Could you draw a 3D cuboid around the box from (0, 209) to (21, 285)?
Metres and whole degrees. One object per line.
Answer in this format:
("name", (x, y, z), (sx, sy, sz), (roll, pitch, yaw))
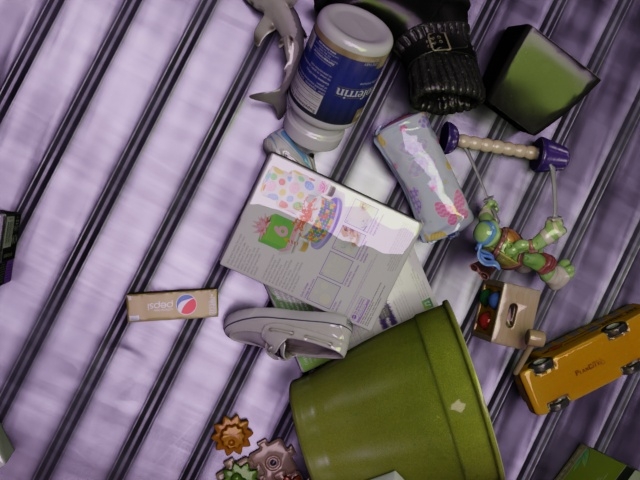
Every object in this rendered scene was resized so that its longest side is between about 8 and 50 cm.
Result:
("box", (-0.721, -0.004, 1.677), (0.270, 0.165, 0.143), (8, 90, -10))

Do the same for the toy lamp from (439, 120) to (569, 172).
("toy lamp", (0.393, -0.194, 1.900), (0.274, 0.080, 0.080), (7, 90, -7))

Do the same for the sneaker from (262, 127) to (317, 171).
("sneaker", (-0.029, -0.123, 1.830), (0.086, 0.085, 0.237), (-32, 99, -12))

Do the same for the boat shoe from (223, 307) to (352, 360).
("boat shoe", (-0.070, 0.194, 1.758), (0.267, 0.096, 0.088), (3, 55, 13))

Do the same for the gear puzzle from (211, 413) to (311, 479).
("gear puzzle", (-0.112, 0.507, 1.847), (0.175, 0.044, 0.339), (-28, 95, -7))

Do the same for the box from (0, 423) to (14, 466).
("box", (-0.714, 0.380, 1.710), (0.181, 0.119, 0.182), (-26, 96, -8))

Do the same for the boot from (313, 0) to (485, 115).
("boot", (0.162, -0.390, 1.804), (0.347, 0.131, 0.260), (0, 78, -9))

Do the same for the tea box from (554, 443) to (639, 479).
("tea box", (0.662, 0.628, 1.834), (0.329, 0.323, 0.220), (40, 84, -7))

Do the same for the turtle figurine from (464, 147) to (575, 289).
("turtle figurine", (0.421, -0.029, 1.813), (0.266, 0.197, 0.275), (37, 54, -45))

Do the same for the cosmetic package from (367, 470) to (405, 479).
("cosmetic package", (0.123, 0.621, 1.734), (0.284, 0.097, 0.377), (-24, 123, 26))

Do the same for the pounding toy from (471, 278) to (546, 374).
("pounding toy", (0.382, 0.179, 1.839), (0.094, 0.206, 0.181), (14, 89, -9))

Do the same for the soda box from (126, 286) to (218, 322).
("soda box", (-0.297, 0.129, 1.801), (0.181, 0.061, 0.058), (-3, 91, -9))

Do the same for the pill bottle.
("pill bottle", (0.025, -0.311, 1.741), (0.153, 0.153, 0.265), (18, 131, -9))

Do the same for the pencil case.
("pencil case", (0.213, -0.130, 1.854), (0.124, 0.113, 0.273), (-24, 95, 10))

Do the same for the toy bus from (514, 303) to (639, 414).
("toy bus", (0.569, 0.251, 1.909), (0.332, 0.130, 0.108), (-24, 96, -8))

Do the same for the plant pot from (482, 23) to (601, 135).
("plant pot", (0.434, -0.323, 1.860), (0.188, 0.187, 0.167), (34, 99, -8))

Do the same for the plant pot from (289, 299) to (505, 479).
("plant pot", (0.135, 0.341, 1.754), (0.352, 0.366, 0.367), (-17, 94, 3))

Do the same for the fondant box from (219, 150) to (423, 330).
("fondant box", (0.000, 0.000, 1.756), (0.330, 0.096, 0.238), (25, 98, -10))

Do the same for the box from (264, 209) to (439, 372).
("box", (0.059, 0.103, 1.863), (0.322, 0.058, 0.232), (-23, 95, -9))

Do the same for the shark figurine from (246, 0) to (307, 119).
("shark figurine", (-0.062, -0.399, 1.815), (0.166, 0.116, 0.278), (-12, 84, 25))
